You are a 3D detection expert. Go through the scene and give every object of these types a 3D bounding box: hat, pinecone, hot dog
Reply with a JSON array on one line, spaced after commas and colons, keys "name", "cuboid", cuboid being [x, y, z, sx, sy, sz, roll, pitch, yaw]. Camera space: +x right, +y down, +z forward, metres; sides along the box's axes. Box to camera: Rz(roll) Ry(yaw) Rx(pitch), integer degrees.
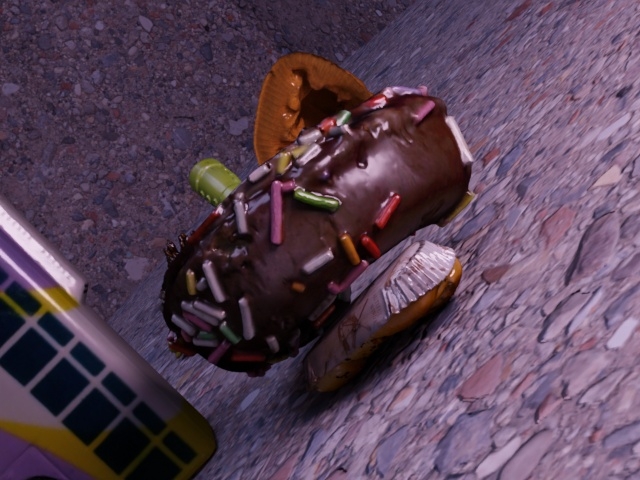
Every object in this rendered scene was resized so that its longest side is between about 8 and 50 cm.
[{"name": "hat", "cuboid": [0.042, -0.192, 1.659, 0.233, 0.244, 0.233, -29, 4, 35]}, {"name": "pinecone", "cuboid": [-0.202, 0.030, 1.761, 0.109, 0.102, 0.102, -18, 17, 12]}, {"name": "hot dog", "cuboid": [0.052, 0.069, 0.939, 0.191, 0.059, 0.108, -44, 0, 42]}]

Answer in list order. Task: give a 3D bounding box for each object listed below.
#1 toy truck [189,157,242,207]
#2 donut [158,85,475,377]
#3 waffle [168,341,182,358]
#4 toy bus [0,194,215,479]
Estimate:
[{"name": "toy truck", "cuboid": [-0.073, -0.018, 1.430, 0.148, 0.210, 0.187, -46, 28, -2]}, {"name": "donut", "cuboid": [-0.015, 0.010, 0.996, 0.345, 0.136, 0.259, -48, -12, 35]}, {"name": "waffle", "cuboid": [-0.171, 0.087, 1.777, 0.238, 0.059, 0.243, -46, 11, 4]}, {"name": "toy bus", "cuboid": [-0.341, 0.139, 1.185, 0.249, 0.440, 0.209, -45, 9, -7]}]
